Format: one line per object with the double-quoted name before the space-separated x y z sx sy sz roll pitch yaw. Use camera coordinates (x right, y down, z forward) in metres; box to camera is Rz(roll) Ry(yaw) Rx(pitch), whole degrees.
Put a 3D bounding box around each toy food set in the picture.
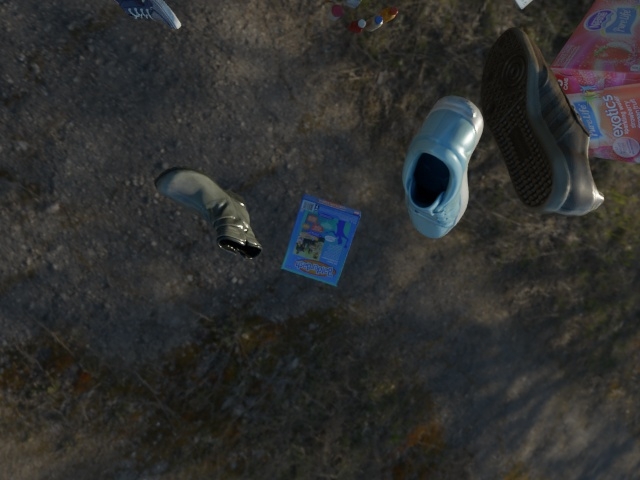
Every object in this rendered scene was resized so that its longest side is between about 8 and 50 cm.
"toy food set" 0.121 -0.731 2.027 0.232 0.104 0.111 19 93 -16

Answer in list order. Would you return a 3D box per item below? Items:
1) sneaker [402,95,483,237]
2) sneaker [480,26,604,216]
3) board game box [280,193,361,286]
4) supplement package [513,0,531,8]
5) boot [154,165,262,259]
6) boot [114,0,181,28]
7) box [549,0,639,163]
"sneaker" 0.199 -0.097 1.193 0.150 0.135 0.366 -52 156 -27
"sneaker" 0.197 -0.104 0.571 0.071 0.066 0.188 8 63 -26
"board game box" 0.000 0.000 1.684 0.047 0.160 0.210 -72 180 -70
"supplement package" 0.469 -0.703 1.398 0.262 0.198 0.199 -39 155 22
"boot" -0.225 -0.054 1.341 0.083 0.161 0.246 -44 139 21
"boot" -0.442 -0.582 1.609 0.086 0.190 0.069 -43 167 -7
"box" 0.475 -0.274 0.998 0.300 0.142 0.154 -51 141 -32
